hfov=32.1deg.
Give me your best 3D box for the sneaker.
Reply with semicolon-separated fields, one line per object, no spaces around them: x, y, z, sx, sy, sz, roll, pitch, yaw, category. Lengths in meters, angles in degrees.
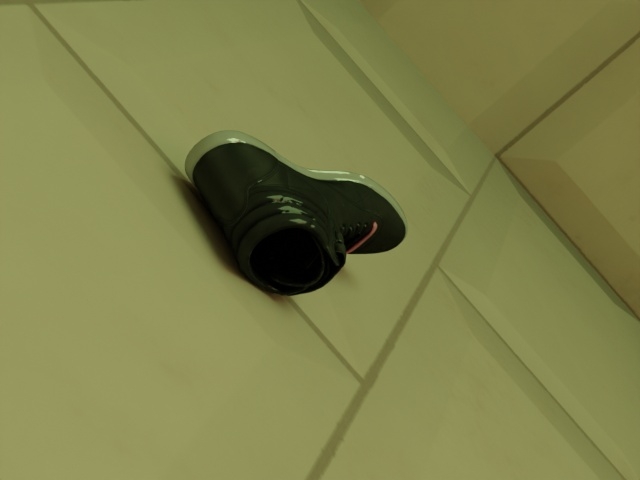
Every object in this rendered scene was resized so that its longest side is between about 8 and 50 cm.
0.000;0.000;1.115;0.295;0.104;0.147;20;35;-45;sneaker
